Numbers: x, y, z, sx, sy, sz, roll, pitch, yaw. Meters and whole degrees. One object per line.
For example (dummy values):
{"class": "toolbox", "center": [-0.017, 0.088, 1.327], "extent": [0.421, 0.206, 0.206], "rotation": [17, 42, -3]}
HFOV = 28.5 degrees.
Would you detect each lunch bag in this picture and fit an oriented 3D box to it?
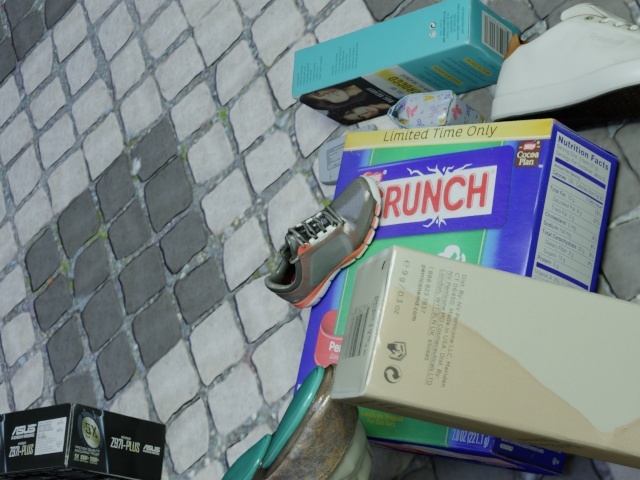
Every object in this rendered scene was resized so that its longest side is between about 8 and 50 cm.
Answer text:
{"class": "lunch bag", "center": [0.123, -0.123, 1.349], "extent": [0.083, 0.071, 0.053], "rotation": [3, 70, 42]}

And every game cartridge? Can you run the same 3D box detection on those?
{"class": "game cartridge", "center": [0.033, -0.097, 1.461], "extent": [0.083, 0.017, 0.056], "rotation": [-21, 56, 36]}

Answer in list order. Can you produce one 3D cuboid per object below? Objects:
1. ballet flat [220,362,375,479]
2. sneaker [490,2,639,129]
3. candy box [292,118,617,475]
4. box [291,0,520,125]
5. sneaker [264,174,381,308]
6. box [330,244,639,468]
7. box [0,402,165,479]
{"class": "ballet flat", "center": [-0.011, 0.212, 1.200], "extent": [0.108, 0.106, 0.316], "rotation": [-65, 6, -34]}
{"class": "sneaker", "center": [0.286, -0.180, 1.195], "extent": [0.290, 0.106, 0.123], "rotation": [-3, 74, 43]}
{"class": "candy box", "center": [0.126, 0.050, 1.239], "extent": [0.268, 0.122, 0.317], "rotation": [0, 72, 45]}
{"class": "box", "center": [0.091, -0.194, 1.386], "extent": [0.244, 0.100, 0.060], "rotation": [-12, 66, 40]}
{"class": "sneaker", "center": [0.000, 0.000, 1.251], "extent": [0.158, 0.064, 0.061], "rotation": [-57, 40, 15]}
{"class": "box", "center": [0.179, 0.103, 1.025], "extent": [0.148, 0.311, 0.121], "rotation": [136, 147, -77]}
{"class": "box", "center": [-0.304, 0.256, 1.537], "extent": [0.180, 0.147, 0.078], "rotation": [-14, 64, 39]}
